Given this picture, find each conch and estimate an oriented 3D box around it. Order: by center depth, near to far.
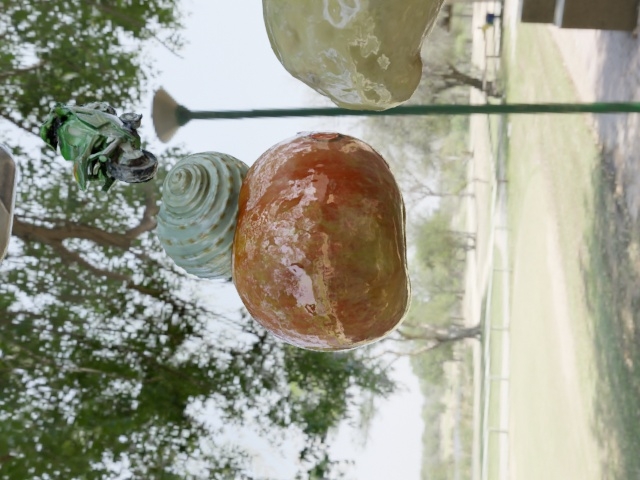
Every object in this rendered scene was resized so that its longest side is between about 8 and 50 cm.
[{"bbox_3d":[-0.111,-0.022,0.756,0.135,0.153,0.102,-56,27,-9],"label":"conch"}]

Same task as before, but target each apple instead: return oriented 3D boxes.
[{"bbox_3d":[0.000,0.000,0.646,0.209,0.164,0.209,-6,-90,-82],"label":"apple"}]

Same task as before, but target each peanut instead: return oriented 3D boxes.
[{"bbox_3d":[0.013,-0.193,0.335,0.123,0.124,0.256,-62,-22,-63],"label":"peanut"}]

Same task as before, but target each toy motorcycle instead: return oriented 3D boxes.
[{"bbox_3d":[-0.270,-0.120,0.820,0.106,0.190,0.074,-13,-49,-32],"label":"toy motorcycle"}]

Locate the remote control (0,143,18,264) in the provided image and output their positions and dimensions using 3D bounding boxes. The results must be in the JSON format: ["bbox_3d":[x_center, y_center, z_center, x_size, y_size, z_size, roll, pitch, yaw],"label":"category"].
[{"bbox_3d":[-0.507,-0.023,0.889,0.103,0.221,0.332,79,175,-45],"label":"remote control"}]
